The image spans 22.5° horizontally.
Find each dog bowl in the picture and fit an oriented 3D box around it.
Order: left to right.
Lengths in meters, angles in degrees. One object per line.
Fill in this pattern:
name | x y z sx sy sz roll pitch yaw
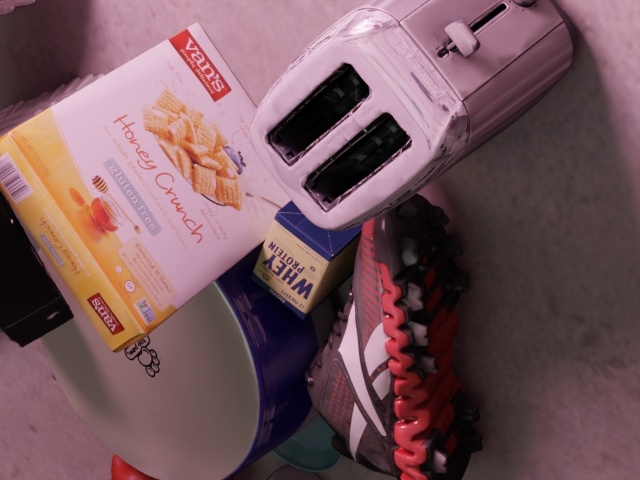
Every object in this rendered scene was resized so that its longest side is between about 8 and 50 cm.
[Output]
dog bowl | -0.119 0.073 1.373 0.265 0.104 0.264 20 124 33

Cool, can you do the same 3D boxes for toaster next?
toaster | 0.051 -0.099 1.078 0.129 0.146 0.227 53 140 -1

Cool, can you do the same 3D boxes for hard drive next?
hard drive | -0.296 -0.066 1.222 0.237 0.064 0.339 57 171 16

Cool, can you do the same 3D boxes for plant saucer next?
plant saucer | -0.022 0.151 1.431 0.119 0.021 0.119 24 132 29

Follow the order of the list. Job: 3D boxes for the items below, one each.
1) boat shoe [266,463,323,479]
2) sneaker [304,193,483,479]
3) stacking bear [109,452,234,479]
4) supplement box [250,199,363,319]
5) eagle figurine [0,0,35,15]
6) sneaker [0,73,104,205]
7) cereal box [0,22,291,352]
boat shoe | 0.025 0.301 1.465 0.219 0.078 0.070 47 140 17
sneaker | 0.046 0.080 1.249 0.135 0.097 0.276 12 128 28
stacking bear | -0.173 0.289 1.581 0.164 0.175 0.289 41 132 15
supplement box | 0.000 0.000 1.248 0.056 0.083 0.083 38 140 13
eagle figurine | -0.374 -0.293 1.269 0.298 0.226 0.225 5 81 27
sneaker | -0.223 -0.078 1.410 0.235 0.090 0.095 -6 127 50
cereal box | -0.121 -0.047 1.204 0.047 0.240 0.173 -29 99 41
